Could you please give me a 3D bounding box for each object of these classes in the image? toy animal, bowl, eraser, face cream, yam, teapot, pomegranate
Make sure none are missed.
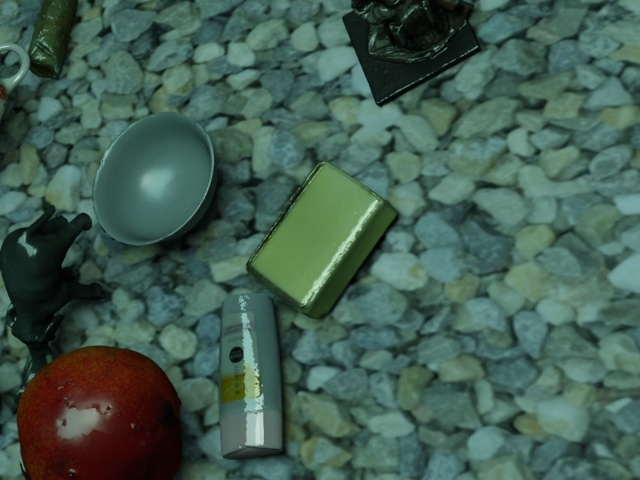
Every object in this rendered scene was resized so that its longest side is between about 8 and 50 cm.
[{"bbox_3d":[-0.360,0.076,1.825,0.082,0.137,0.269,23,123,30],"label":"toy animal"},{"bbox_3d":[-0.201,-0.067,1.816,0.189,0.086,0.189,-11,65,25],"label":"bowl"},{"bbox_3d":[0.000,0.000,1.699,0.117,0.058,0.172,35,89,34],"label":"eraser"},{"bbox_3d":[-0.087,0.165,1.682,0.084,0.057,0.198,-14,64,24],"label":"face cream"},{"bbox_3d":[-0.396,-0.308,2.033,0.054,0.054,0.132,3,71,29],"label":"yam"},{"bbox_3d":[-0.505,-0.181,1.996,0.245,0.116,0.159,-53,11,12],"label":"teapot"},{"bbox_3d":[-0.268,0.227,1.678,0.210,0.210,0.235,-47,17,5],"label":"pomegranate"}]

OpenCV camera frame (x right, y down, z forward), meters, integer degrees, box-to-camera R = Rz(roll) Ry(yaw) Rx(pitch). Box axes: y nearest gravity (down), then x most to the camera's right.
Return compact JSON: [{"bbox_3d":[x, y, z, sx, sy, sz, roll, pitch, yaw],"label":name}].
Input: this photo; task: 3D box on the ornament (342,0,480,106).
[{"bbox_3d":[0.082,-0.299,1.691,0.166,0.196,0.153,-29,61,14],"label":"ornament"}]
